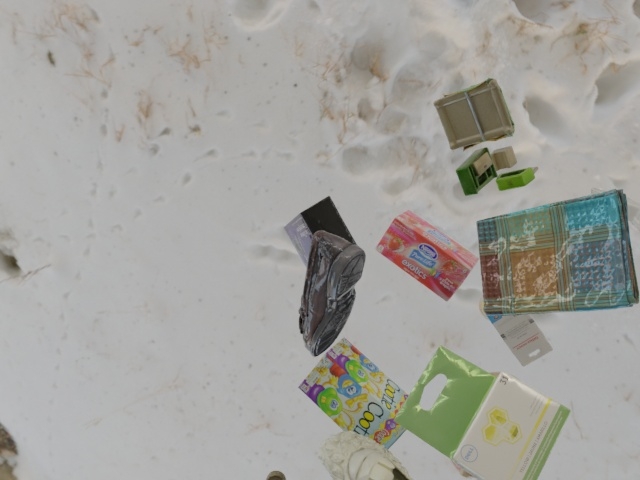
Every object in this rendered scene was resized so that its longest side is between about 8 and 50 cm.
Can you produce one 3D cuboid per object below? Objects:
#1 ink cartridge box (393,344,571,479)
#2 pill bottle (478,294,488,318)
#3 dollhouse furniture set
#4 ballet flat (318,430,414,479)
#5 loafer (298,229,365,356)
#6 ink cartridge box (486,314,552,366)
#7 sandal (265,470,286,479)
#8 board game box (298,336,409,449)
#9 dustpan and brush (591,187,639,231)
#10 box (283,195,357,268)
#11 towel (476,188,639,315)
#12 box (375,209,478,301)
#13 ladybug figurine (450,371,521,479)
[{"bbox_3d":[0.264,0.294,0.880,0.235,0.171,0.056,29,160,24],"label":"ink cartridge box"},{"bbox_3d":[0.628,0.232,1.861,0.117,0.215,0.117,-1,84,8],"label":"pill bottle"},{"bbox_3d":[0.467,-0.297,1.456,0.197,0.151,0.301,-9,111,47],"label":"dollhouse furniture set"},{"bbox_3d":[0.179,0.582,1.212,0.409,0.147,0.147,37,123,13],"label":"ballet flat"},{"bbox_3d":[0.008,0.103,1.010,0.095,0.109,0.302,39,138,24],"label":"loafer"},{"bbox_3d":[0.580,0.263,1.532,0.104,0.060,0.180,-36,71,14],"label":"ink cartridge box"},{"bbox_3d":[-0.117,0.678,1.324,0.072,0.049,0.180,4,86,-6],"label":"sandal"},{"bbox_3d":[0.104,0.419,1.413,0.275,0.144,0.142,41,111,12],"label":"board game box"},{"bbox_3d":[0.845,-0.071,1.436,0.147,0.211,0.060,13,111,-12],"label":"dustpan and brush"},{"bbox_3d":[0.000,0.000,1.483,0.103,0.261,0.184,-32,91,-15],"label":"box"},{"bbox_3d":[0.561,0.043,1.292,0.370,0.040,0.271,-13,73,45],"label":"towel"},{"bbox_3d":[0.360,0.045,1.774,0.300,0.154,0.142,37,117,15],"label":"box"},{"bbox_3d":[0.623,0.670,1.957,0.305,0.449,0.162,5,138,40],"label":"ladybug figurine"}]
